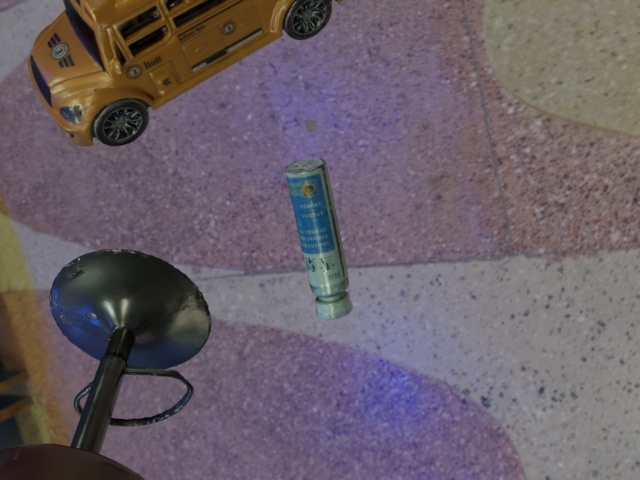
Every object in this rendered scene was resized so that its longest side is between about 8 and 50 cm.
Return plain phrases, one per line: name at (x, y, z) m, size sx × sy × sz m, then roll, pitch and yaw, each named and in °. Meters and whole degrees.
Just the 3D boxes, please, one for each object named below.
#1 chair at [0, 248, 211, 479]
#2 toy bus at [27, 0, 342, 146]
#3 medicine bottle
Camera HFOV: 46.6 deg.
chair at (-0.267, 0.214, 0.864) m, size 0.226 × 0.401 × 0.227 m, roll 1°, pitch 126°, yaw 2°
toy bus at (-0.084, -0.141, 0.433) m, size 0.083 × 0.194 × 0.088 m, roll 53°, pitch 170°, yaw 30°
medicine bottle at (0.000, 0.000, 0.883) m, size 0.051 × 0.051 × 0.191 m, roll 3°, pitch 114°, yaw 34°
